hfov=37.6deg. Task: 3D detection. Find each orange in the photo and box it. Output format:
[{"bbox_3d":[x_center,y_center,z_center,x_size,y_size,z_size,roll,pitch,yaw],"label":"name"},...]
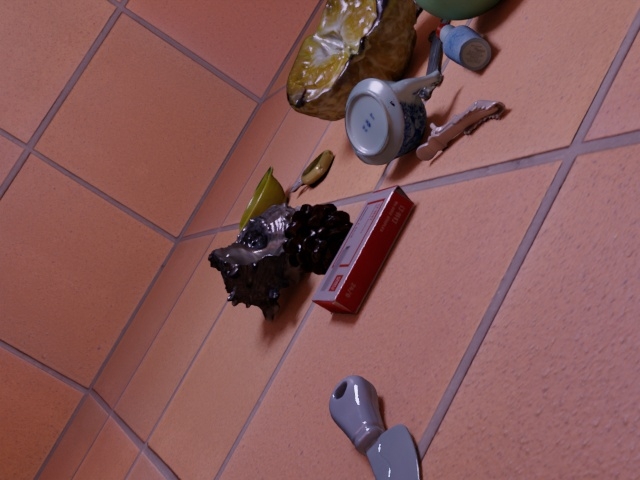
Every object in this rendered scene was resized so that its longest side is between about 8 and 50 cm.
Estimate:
[{"bbox_3d":[0.084,-0.422,2.119,0.368,0.210,0.271,-57,38,8],"label":"orange"}]

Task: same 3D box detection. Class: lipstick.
[{"bbox_3d":[0.259,-0.372,1.767,0.068,0.061,0.274,-56,15,15],"label":"lipstick"}]

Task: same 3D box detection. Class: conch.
[{"bbox_3d":[-0.098,0.036,1.916,0.241,0.186,0.313,-44,0,22],"label":"conch"}]

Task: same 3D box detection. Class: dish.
[{"bbox_3d":[-0.137,-0.092,2.422,0.207,0.080,0.149,-66,13,-23],"label":"dish"}]

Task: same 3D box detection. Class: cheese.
[{"bbox_3d":[-0.026,-0.158,2.287,0.162,0.036,0.086,-37,24,51],"label":"cheese"}]

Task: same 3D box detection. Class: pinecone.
[{"bbox_3d":[0.001,-0.001,1.697,0.140,0.140,0.121,-58,30,-1],"label":"pinecone"}]

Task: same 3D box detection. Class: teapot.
[{"bbox_3d":[0.135,-0.222,1.747,0.232,0.159,0.159,-58,11,43],"label":"teapot"}]

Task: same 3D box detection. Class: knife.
[{"bbox_3d":[0.077,0.254,1.148,0.080,0.044,0.331,-49,22,5],"label":"knife"}]

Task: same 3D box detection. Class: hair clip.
[{"bbox_3d":[0.236,-0.197,1.544,0.226,0.034,0.072,-30,30,58],"label":"hair clip"}]

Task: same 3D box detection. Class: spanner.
[{"bbox_3d":[0.238,-0.383,1.946,0.071,0.017,0.302,-47,18,36],"label":"spanner"}]

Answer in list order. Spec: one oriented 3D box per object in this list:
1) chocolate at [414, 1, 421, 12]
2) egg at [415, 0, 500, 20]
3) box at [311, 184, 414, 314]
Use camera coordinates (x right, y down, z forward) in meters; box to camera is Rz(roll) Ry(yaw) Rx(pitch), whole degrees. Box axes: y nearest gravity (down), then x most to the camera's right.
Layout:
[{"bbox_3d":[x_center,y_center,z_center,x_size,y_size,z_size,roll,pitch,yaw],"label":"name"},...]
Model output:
[{"bbox_3d":[0.142,-0.479,2.350,0.329,0.065,0.102,-54,15,8],"label":"chocolate"},{"bbox_3d":[0.267,-0.537,1.772,0.220,0.220,0.269,-40,16,48],"label":"egg"},{"bbox_3d":[0.073,0.017,1.596,0.229,0.050,0.123,-61,16,-12],"label":"box"}]
